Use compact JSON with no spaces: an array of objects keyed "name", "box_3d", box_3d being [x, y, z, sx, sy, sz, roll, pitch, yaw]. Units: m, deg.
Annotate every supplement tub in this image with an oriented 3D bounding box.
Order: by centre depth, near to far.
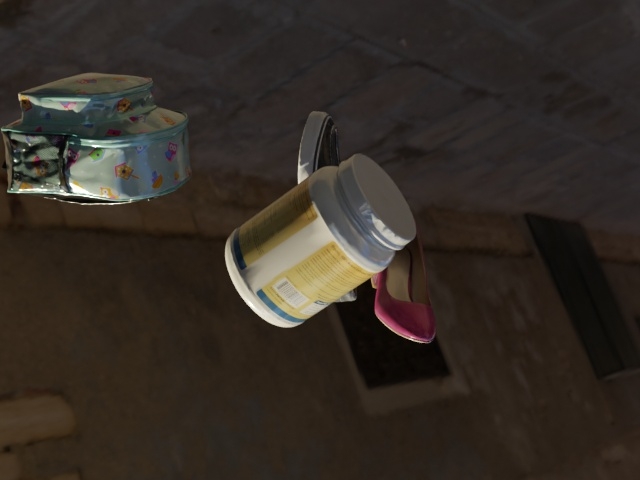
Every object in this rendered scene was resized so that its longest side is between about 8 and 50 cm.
[{"name":"supplement tub","box_3d":[0.000,0.000,1.246,0.199,0.144,0.144,-34,162,23]}]

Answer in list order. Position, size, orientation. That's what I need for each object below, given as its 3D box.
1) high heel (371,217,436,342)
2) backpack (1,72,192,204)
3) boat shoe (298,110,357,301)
[{"name":"high heel","box_3d":[0.128,0.050,1.462,0.082,0.117,0.244,16,-161,-10]},{"name":"backpack","box_3d":[-0.241,-0.113,1.163,0.188,0.144,0.166,15,-159,18]},{"name":"boat shoe","box_3d":[0.023,-0.053,1.608,0.102,0.301,0.108,-1,170,14]}]
